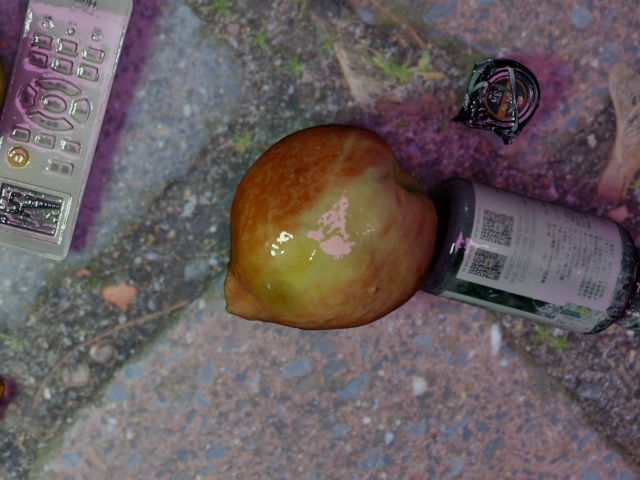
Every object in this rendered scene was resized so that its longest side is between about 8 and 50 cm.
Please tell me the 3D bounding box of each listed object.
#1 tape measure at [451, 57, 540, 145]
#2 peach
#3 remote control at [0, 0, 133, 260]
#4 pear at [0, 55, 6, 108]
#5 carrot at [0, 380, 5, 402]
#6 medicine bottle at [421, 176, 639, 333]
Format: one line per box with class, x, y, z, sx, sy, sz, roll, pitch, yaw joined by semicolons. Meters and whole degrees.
tape measure;0.211;-0.164;1.878;0.091;0.054;0.094;22;103;-16
peach;0.000;0.000;1.789;0.257;0.232;0.232;-39;106;8
remote control;-0.296;-0.140;1.791;0.109;0.055;0.313;15;102;-7
pear;-0.429;-0.155;1.689;0.198;0.198;0.198;-2;102;-10
carrot;-0.414;0.232;1.845;0.042;0.042;0.170;27;95;-15
medicine bottle;0.265;0.027;1.881;0.293;0.141;0.141;15;98;-13
